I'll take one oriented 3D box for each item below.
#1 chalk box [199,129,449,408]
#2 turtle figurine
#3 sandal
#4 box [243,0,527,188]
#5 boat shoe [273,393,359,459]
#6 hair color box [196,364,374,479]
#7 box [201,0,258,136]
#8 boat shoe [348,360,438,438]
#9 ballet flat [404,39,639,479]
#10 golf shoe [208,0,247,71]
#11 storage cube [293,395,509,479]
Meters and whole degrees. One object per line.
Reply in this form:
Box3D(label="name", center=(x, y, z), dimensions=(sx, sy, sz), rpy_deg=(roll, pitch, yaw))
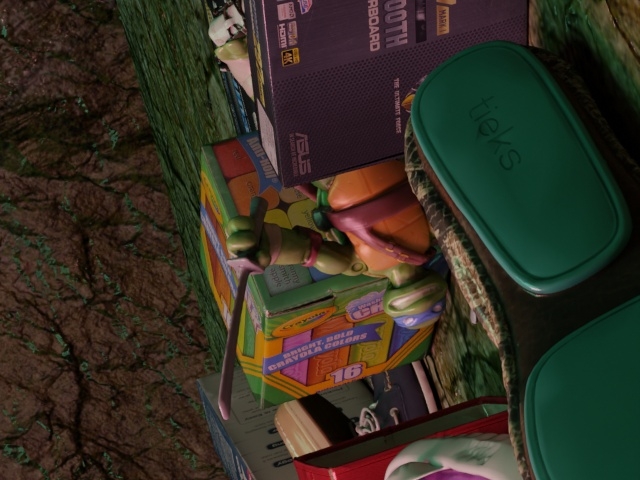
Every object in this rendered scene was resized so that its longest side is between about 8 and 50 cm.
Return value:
Box3D(label="chalk box", center=(0.000, 0.000, 1.742), dimensions=(0.289, 0.179, 0.180), rpy_deg=(95, 156, -63))
Box3D(label="turtle figurine", center=(0.026, -0.046, 1.461), dimensions=(0.198, 0.275, 0.266), rpy_deg=(-19, 95, 38))
Box3D(label="sandal", center=(0.090, 0.212, 1.277), dimensions=(0.169, 0.102, 0.416), rpy_deg=(53, 164, 9))
Box3D(label="box", center=(0.043, -0.156, 1.280), dimensions=(0.232, 0.183, 0.059), rpy_deg=(86, 163, -45))
Box3D(label="boat shoe", center=(0.040, 0.304, 1.933), dimensions=(0.341, 0.110, 0.122), rpy_deg=(57, -164, 13))
Box3D(label="hair color box", center=(-0.013, 0.237, 2.175), dimensions=(0.347, 0.174, 0.105), rpy_deg=(-131, 26, -66))
Box3D(label="box", center=(-0.075, -0.190, 2.177), dimensions=(0.175, 0.051, 0.220), rpy_deg=(-155, 50, -76))
Box3D(label="boat shoe", center=(0.079, 0.193, 1.900), dimensions=(0.095, 0.079, 0.254), rpy_deg=(93, 159, -65))
Box3D(label="ballet flat", center=(0.177, 0.064, 1.105), dimensions=(0.182, 0.164, 0.482), rpy_deg=(55, -171, -37))
Box3D(label="golf shoe", center=(-0.066, -0.225, 1.972), dimensions=(0.198, 0.094, 0.077), rpy_deg=(97, 155, -61))
Box3D(label="storage cube", center=(0.101, 0.245, 1.586), dimensions=(0.215, 0.184, 0.193), rpy_deg=(163, 90, -79))
